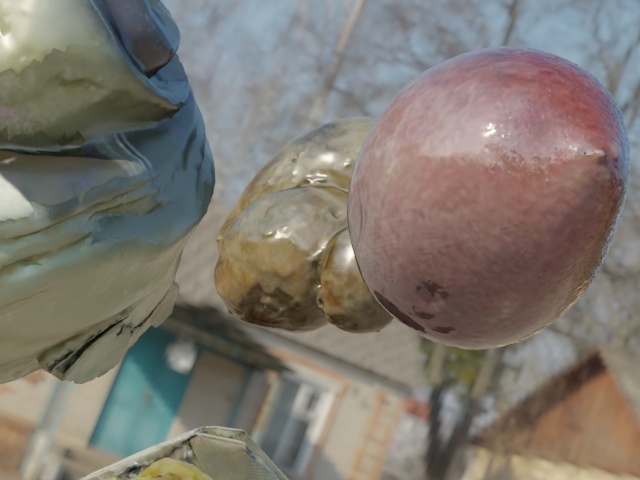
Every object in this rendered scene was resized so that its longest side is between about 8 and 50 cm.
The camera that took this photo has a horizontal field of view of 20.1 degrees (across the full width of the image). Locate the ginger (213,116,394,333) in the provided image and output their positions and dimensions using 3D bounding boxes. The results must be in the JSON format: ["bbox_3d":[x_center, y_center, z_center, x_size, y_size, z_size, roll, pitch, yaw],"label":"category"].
[{"bbox_3d":[0.000,0.000,1.802,0.244,0.304,0.155,-16,-61,14],"label":"ginger"}]

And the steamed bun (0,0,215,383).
[{"bbox_3d":[-0.192,-0.089,1.021,0.237,0.347,0.394,-28,-46,28],"label":"steamed bun"}]

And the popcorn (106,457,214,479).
[{"bbox_3d":[-0.146,0.353,1.819,0.249,0.249,0.225,17,-37,31],"label":"popcorn"}]

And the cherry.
[{"bbox_3d":[0.124,-0.043,1.344,0.206,0.239,0.239,27,-6,14],"label":"cherry"}]

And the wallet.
[{"bbox_3d":[-0.170,0.344,2.067,0.068,0.335,0.275,-106,172,-52],"label":"wallet"}]
